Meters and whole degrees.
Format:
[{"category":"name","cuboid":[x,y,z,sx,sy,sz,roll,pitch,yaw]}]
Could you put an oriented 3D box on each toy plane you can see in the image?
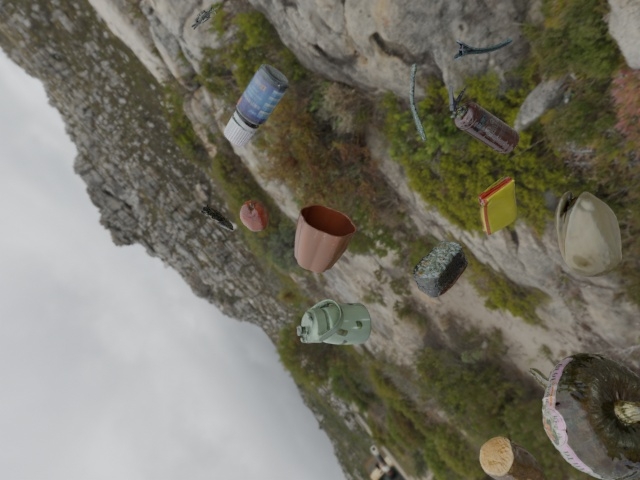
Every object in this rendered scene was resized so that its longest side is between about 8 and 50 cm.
[{"category":"toy plane","cuboid":[-0.385,-0.756,1.416,0.031,0.121,0.049,50,-154,-36]}]

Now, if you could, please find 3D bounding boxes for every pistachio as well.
[{"category":"pistachio","cuboid":[0.679,-0.016,1.078,0.138,0.153,0.237,6,118,66]}]

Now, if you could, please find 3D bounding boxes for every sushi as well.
[{"category":"sushi","cuboid":[0.460,0.105,1.616,0.126,0.225,0.136,51,163,-30]}]

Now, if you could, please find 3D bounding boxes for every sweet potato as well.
[{"category":"sweet potato","cuboid":[0.643,0.730,1.353,0.337,0.131,0.131,35,179,-29]}]

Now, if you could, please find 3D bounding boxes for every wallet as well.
[{"category":"wallet","cuboid":[0.654,-0.126,1.568,0.067,0.141,0.241,56,-179,40]}]

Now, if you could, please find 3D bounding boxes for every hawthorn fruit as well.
[{"category":"hawthorn fruit","cuboid":[-0.258,-0.098,1.654,0.128,0.128,0.128,48,170,11]}]

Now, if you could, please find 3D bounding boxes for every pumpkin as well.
[{"category":"pumpkin","cuboid":[0.621,0.375,0.904,0.260,0.260,0.189,47,158,14]}]

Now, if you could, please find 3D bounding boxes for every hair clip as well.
[{"category":"hair clip","cuboid":[0.288,-0.408,1.265,0.066,0.036,0.229,-62,-38,-68]},{"category":"hair clip","cuboid":[0.716,-0.849,1.851,0.048,0.276,0.083,-122,24,-59]}]

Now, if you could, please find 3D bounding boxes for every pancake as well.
[{"category":"pancake","cuboid":[0.699,0.454,1.213,0.212,0.029,0.235,41,-176,-45]}]

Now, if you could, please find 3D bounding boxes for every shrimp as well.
[{"category":"shrimp","cuboid":[-0.341,-0.076,1.421,0.091,0.034,0.161,42,-178,26]}]

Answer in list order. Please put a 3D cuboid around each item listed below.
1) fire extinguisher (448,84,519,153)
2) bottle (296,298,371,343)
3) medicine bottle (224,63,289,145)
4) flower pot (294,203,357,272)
[{"category":"fire extinguisher","cuboid":[0.578,-0.443,1.527,0.344,0.137,0.102,22,-175,-26]},{"category":"bottle","cuboid":[0.057,0.407,2.087,0.352,0.228,0.229,5,-167,-27]},{"category":"medicine bottle","cuboid":[-0.162,-0.327,1.036,0.084,0.203,0.083,28,-145,-22]},{"category":"flower pot","cuboid":[0.000,0.000,1.365,0.190,0.191,0.173,44,128,32]}]
